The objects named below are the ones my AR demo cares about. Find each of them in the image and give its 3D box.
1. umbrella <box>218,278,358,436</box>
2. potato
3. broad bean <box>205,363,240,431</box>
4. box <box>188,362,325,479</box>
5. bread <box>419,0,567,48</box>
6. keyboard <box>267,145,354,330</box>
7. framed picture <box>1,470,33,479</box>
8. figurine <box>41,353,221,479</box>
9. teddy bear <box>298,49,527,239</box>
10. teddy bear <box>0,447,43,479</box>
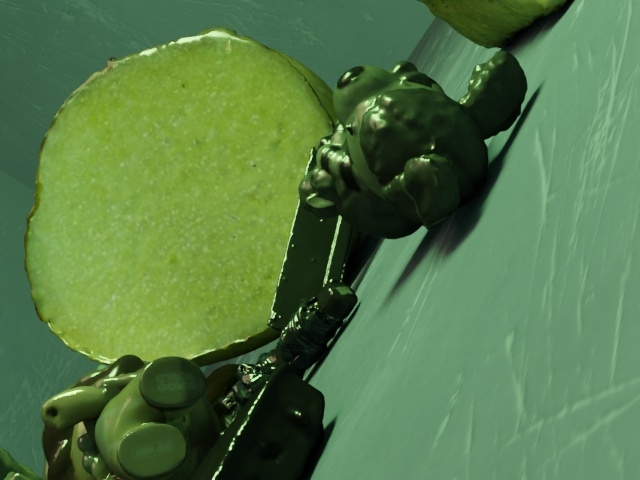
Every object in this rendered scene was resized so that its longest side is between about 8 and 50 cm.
[{"bbox_3d":[-0.040,0.129,1.476,0.224,0.071,0.080,-52,31,27],"label":"umbrella"},{"bbox_3d":[-0.143,-0.036,1.806,0.442,0.385,0.319,-30,-11,8],"label":"potato"},{"bbox_3d":[-0.145,0.229,1.945,0.124,0.082,0.174,-59,4,12],"label":"broad bean"},{"bbox_3d":[-0.109,0.270,1.134,0.289,0.073,0.290,-55,5,46],"label":"box"},{"bbox_3d":[0.242,-0.313,1.430,0.315,0.279,0.248,35,95,44],"label":"bread"},{"bbox_3d":[0.000,0.000,1.562,0.023,0.072,0.231,79,-158,-64],"label":"keyboard"},{"bbox_3d":[-0.156,0.284,0.698,0.289,0.213,0.016,-59,-27,-15],"label":"framed picture"},{"bbox_3d":[-0.194,0.220,1.505,0.380,0.203,0.248,124,136,-69],"label":"figurine"},{"bbox_3d":[0.079,-0.095,1.177,0.171,0.144,0.251,-44,2,-16],"label":"teddy bear"},{"bbox_3d":[-0.240,0.304,0.937,0.367,0.224,0.357,125,131,-58],"label":"teddy bear"}]
